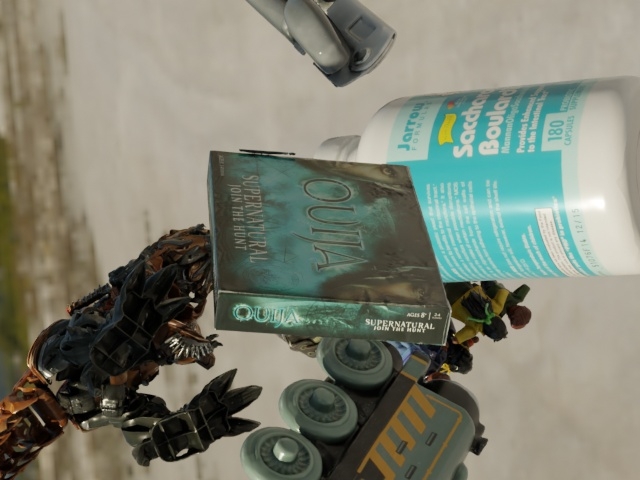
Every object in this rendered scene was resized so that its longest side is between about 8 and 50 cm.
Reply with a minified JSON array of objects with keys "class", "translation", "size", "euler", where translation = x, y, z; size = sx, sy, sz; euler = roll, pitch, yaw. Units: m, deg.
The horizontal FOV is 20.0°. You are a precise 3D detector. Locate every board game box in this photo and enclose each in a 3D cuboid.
[{"class":"board game box","translation":[0.000,0.000,1.035],"size":[0.186,0.126,0.026],"euler":[-101,16,-63]}]

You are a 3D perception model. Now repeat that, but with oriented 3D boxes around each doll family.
[{"class":"doll family","translation":[0.144,0.101,1.945],"size":[0.111,0.193,0.076],"euler":[41,173,39]}]

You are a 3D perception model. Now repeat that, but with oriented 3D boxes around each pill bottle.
[{"class":"pill bottle","translation":[0.127,-0.042,1.366],"size":[0.146,0.264,0.146],"euler":[12,-103,-61]}]

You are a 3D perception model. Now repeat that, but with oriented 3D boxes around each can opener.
[{"class":"can opener","translation":[-0.018,-0.228,1.718],"size":[0.093,0.074,0.280],"euler":[46,-179,-37]}]

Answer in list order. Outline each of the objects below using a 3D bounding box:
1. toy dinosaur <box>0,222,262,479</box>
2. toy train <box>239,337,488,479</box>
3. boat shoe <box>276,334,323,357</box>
[{"class":"toy dinosaur","translation":[-0.171,0.111,1.519],"size":[0.218,0.164,0.322],"euler":[1,62,54]},{"class":"toy train","translation":[0.034,0.219,1.709],"size":[0.334,0.190,0.142],"euler":[-50,-14,-52]},{"class":"boat shoe","translation":[-0.006,0.102,2.163],"size":[0.073,0.080,0.223],"euler":[53,-177,9]}]
